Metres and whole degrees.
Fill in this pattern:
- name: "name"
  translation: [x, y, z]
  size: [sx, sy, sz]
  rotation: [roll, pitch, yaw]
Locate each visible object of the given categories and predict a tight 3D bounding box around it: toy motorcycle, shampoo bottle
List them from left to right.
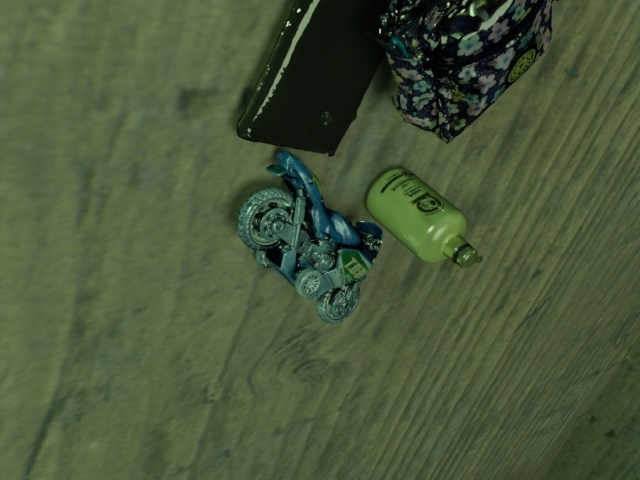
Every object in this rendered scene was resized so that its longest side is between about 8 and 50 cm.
- name: "toy motorcycle"
  translation: [0.000, 0.000, 0.846]
  size: [0.135, 0.092, 0.254]
  rotation: [-50, 135, -8]
- name: "shampoo bottle"
  translation: [0.132, -0.021, 0.885]
  size: [0.079, 0.162, 0.079]
  rotation: [-25, 138, -24]

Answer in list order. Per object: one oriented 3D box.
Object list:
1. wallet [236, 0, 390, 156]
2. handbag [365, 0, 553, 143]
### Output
- name: "wallet"
  translation: [0.023, -0.215, 0.710]
  size: [0.146, 0.030, 0.285]
  rotation: [5, 121, -45]
- name: "handbag"
  translation: [0.163, -0.230, 0.727]
  size: [0.229, 0.127, 0.208]
  rotation: [-44, 159, -6]
